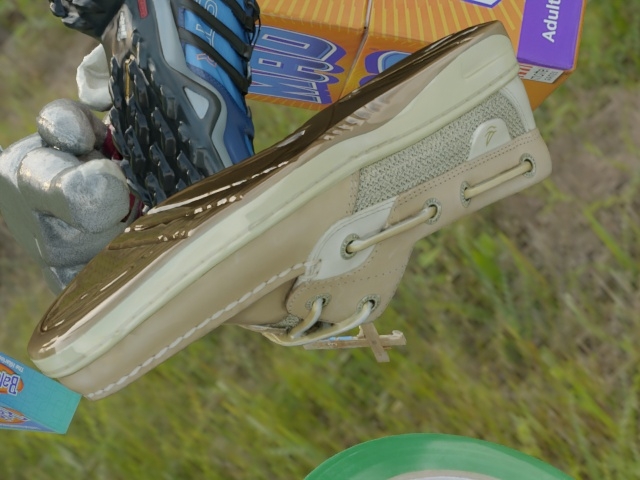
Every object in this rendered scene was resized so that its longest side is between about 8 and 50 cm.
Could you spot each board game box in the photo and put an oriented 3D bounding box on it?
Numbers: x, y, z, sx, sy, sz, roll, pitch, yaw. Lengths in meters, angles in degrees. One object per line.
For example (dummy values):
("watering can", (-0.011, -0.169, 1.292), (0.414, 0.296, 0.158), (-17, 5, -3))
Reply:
("board game box", (0.054, -0.320, 1.660), (0.356, 0.356, 0.356), (123, 157, -82))
("board game box", (-0.362, 0.126, 1.765), (0.160, 0.210, 0.047), (-5, 59, 53))

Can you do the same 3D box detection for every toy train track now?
("toy train track", (0.026, 0.075, 1.389), (0.083, 0.048, 0.014), (-5, 45, 22))

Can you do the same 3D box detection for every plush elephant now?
("plush elephant", (-0.202, -0.066, 1.910), (0.255, 0.272, 0.330), (-31, 41, -24))

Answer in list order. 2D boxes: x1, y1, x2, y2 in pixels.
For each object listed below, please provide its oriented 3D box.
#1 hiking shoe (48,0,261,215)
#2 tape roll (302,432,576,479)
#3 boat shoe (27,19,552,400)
("hiking shoe", (-0.080, -0.119, 1.209), (0.132, 0.304, 0.113), (-22, -3, -33))
("tape roll", (0.111, 0.288, 1.379), (0.321, 0.321, 0.077), (-109, 27, -46))
("boat shoe", (0.000, 0.000, 0.849), (0.302, 0.098, 0.109), (-35, 13, -35))
